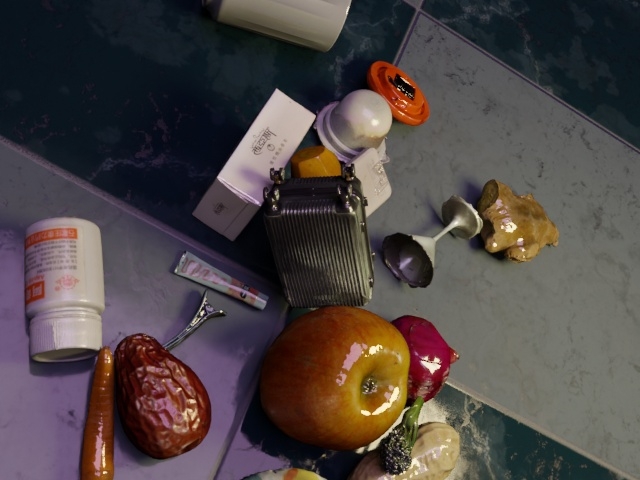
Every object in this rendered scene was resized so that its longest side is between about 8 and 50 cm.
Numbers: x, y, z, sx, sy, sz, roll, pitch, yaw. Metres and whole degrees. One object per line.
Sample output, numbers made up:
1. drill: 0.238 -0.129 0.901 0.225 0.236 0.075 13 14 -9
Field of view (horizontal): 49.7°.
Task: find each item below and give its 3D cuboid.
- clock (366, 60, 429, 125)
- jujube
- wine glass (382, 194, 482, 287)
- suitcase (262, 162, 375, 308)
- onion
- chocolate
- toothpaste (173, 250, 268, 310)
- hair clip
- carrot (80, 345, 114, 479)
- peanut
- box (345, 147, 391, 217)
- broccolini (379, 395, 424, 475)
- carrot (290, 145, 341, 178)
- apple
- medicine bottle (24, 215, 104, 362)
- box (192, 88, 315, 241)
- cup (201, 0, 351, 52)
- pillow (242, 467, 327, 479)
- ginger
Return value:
1. clock: 0.206 -0.387 1.806 0.205 0.051 0.205 27 42 -27
2. jujube: -0.301 0.286 1.282 0.168 0.168 0.237 -24 75 -29
3. wine glass: 0.276 -0.004 1.661 0.232 0.156 0.156 -35 85 -34
4. suitcase: 0.000 0.000 1.393 0.202 0.312 0.128 -2 40 11
5. onion: 0.235 0.262 1.541 0.218 0.140 0.195 2 61 -26
6. chocolate: 0.105 -0.287 1.700 0.221 0.147 0.222 10 67 -23
7. toothpaste: -0.209 0.090 1.473 0.205 0.036 0.056 27 63 -7
8. hair clip: -0.294 0.190 1.391 0.229 0.039 0.070 -39 88 -30
9. carrot: -0.401 0.329 1.255 0.062 0.066 0.272 -3 78 16
10. peanut: 0.164 0.479 1.421 0.298 0.120 0.136 -21 101 -25
11. box: 0.058 -0.093 1.624 0.285 0.044 0.142 -41 122 -29
12. broccolini: 0.165 0.388 1.389 0.091 0.068 0.203 66 24 -12
13. carrot: 0.022 -0.059 1.496 0.114 0.114 0.302 -43 125 -31
14. apple: 0.039 0.263 1.367 0.301 0.301 0.302 9 66 -20
15. medicine bottle: -0.477 0.094 1.293 0.144 0.144 0.252 -3 70 -24
16. box: -0.146 -0.163 1.506 0.116 0.203 0.274 33 60 -9
17. cup: -0.114 -0.647 1.726 0.326 0.237 0.323 12 35 -18
18. pillow: -0.056 0.556 1.314 0.214 0.086 0.234 1 70 -2
19. ginger: 0.526 -0.033 1.786 0.270 0.123 0.219 20 60 -15
